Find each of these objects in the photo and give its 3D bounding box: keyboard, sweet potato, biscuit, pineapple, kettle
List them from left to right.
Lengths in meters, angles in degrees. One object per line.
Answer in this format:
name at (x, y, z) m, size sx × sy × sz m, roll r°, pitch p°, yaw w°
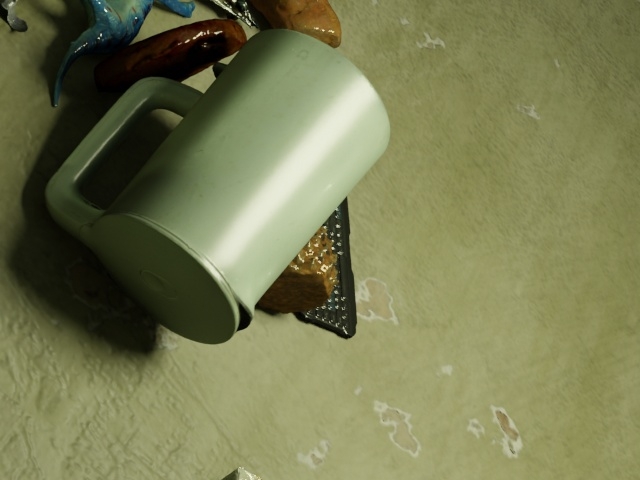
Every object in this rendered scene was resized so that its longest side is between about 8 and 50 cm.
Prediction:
biscuit at (-0.175, -0.214, 2.053) m, size 0.192 × 0.192 × 0.049 m, roll -23°, pitch 90°, yaw -51°
kettle at (-0.109, -0.079, 1.933) m, size 0.265 × 0.205 × 0.318 m, roll 43°, pitch 61°, yaw -11°
sweet potato at (-0.062, -0.354, 2.357) m, size 0.097 × 0.097 × 0.252 m, roll -22°, pitch 74°, yaw -51°
pineapple at (-0.033, -0.049, 2.118) m, size 0.119 × 0.130 × 0.277 m, roll 35°, pitch 38°, yaw -41°
keyboard at (0.000, 0.000, 2.201) m, size 0.106 × 0.016 × 0.262 m, roll 23°, pitch 47°, yaw -33°

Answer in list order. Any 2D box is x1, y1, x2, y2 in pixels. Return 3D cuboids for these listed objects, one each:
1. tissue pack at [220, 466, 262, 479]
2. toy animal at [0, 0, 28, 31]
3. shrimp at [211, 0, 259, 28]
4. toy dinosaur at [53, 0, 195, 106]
tissue pack at (-0.098, 0.283, 1.822) m, size 0.042 × 0.083 × 0.062 m, roll 28°, pitch 43°, yaw -26°
toy animal at (-0.363, -0.280, 2.034) m, size 0.084 × 0.028 × 0.050 m, roll 49°, pitch 46°, yaw -6°
shrimp at (-0.161, -0.402, 2.323) m, size 0.262 × 0.051 × 0.198 m, roll 39°, pitch 39°, yaw -12°
toy dinosaur at (-0.252, -0.289, 2.116) m, size 0.329 × 0.076 × 0.144 m, roll -47°, pitch 130°, yaw -53°
